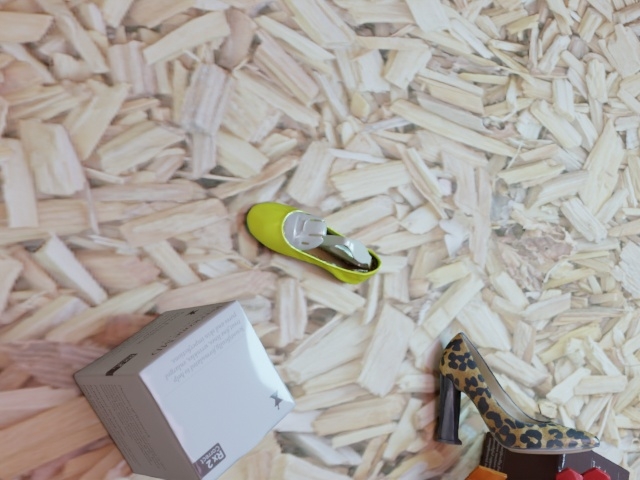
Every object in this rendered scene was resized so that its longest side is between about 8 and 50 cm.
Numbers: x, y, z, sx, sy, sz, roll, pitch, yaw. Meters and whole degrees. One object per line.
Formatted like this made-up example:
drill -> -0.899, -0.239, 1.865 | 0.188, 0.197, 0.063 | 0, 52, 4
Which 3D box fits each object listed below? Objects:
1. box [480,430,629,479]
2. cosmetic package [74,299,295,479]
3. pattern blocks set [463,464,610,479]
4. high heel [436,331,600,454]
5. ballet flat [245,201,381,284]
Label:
box -> 0.395, 0.440, 1.315 | 0.203, 0.167, 0.169 | 32, 63, -30
cosmetic package -> -0.161, 0.177, 0.906 | 0.151, 0.183, 0.151 | -37, 105, -38
pattern blocks set -> 0.288, 0.483, 1.168 | 0.026, 0.324, 0.286 | 4, 79, -81
high heel -> 0.314, 0.244, 1.239 | 0.093, 0.261, 0.186 | 29, 64, -61
ballet flat -> 0.000, 0.000, 1.142 | 0.231, 0.077, 0.077 | 28, 65, -31
